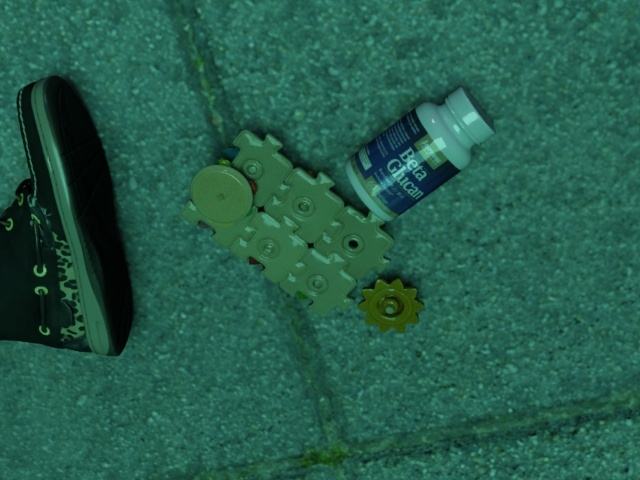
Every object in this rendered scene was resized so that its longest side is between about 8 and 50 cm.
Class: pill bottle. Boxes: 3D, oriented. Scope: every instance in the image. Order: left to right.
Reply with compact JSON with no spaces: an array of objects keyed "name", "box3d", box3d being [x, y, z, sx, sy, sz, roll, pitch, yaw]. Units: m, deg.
[{"name":"pill bottle","box3d":[0.121,-0.106,1.095,0.169,0.094,0.094,-37,104,19]}]

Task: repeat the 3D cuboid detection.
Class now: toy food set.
[{"name":"toy food set","box3d":[-0.121,-0.058,1.139,0.083,0.020,0.083,-33,106,25]}]

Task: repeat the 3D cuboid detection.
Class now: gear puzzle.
[{"name":"gear puzzle","box3d":[0.000,0.000,1.182,0.339,0.044,0.175,36,119,-8]}]

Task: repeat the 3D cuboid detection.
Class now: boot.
[{"name":"boot","box3d":[-0.413,-0.013,1.180,0.284,0.138,0.377,-4,117,8]}]
